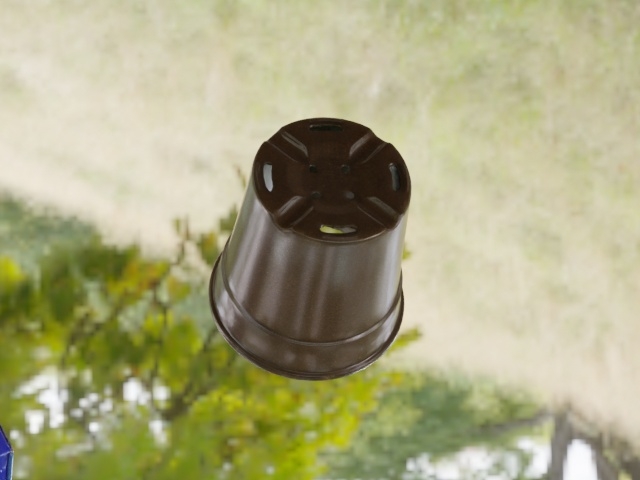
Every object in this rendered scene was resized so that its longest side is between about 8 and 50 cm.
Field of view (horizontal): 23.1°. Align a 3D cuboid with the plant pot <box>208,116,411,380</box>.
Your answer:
[{"bbox_3d":[0.000,0.000,1.256,0.167,0.167,0.165,-1,144,-11],"label":"plant pot"}]

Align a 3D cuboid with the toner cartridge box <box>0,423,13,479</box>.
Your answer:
[{"bbox_3d":[-0.439,0.253,1.334,0.347,0.075,0.165,-19,149,-27],"label":"toner cartridge box"}]
